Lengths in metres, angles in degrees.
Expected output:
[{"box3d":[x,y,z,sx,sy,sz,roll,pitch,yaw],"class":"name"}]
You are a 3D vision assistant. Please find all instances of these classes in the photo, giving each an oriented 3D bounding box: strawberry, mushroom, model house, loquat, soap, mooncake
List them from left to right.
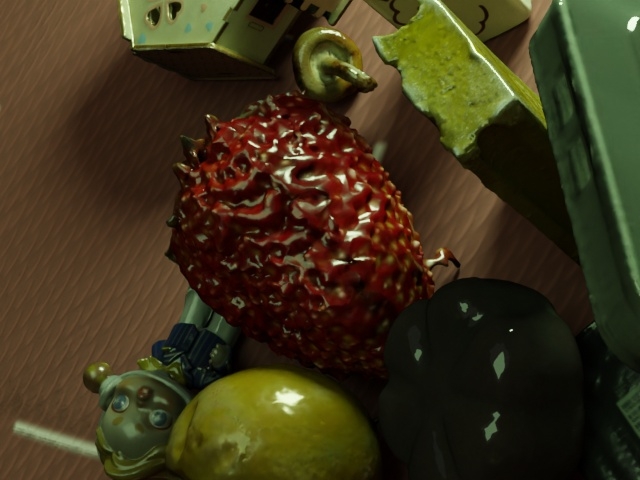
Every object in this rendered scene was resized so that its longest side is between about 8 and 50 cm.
[{"box3d":[-0.127,-0.310,2.337,0.244,0.169,0.326,-54,52,14],"class":"model house"},{"box3d":[-0.044,0.240,1.967,0.244,0.244,0.244,-16,60,31],"class":"loquat"},{"box3d":[0.001,-0.002,2.041,0.343,0.292,0.292,37,93,9],"class":"strawberry"},{"box3d":[0.022,-0.201,2.218,0.088,0.073,0.129,-45,54,-11],"class":"mushroom"},{"box3d":[0.162,0.160,1.849,0.245,0.133,0.245,-11,77,56],"class":"mooncake"},{"box3d":[0.198,-0.106,1.878,0.091,0.315,0.199,-41,49,13],"class":"soap"}]

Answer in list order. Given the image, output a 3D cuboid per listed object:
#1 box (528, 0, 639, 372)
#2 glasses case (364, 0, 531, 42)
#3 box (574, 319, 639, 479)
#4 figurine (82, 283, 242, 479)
[{"box3d":[0.408,-0.062,1.668,0.111,0.396,0.396,121,145,-51],"class":"box"},{"box3d":[0.099,-0.323,2.041,0.144,0.336,0.076,-25,56,27],"class":"glasses case"},{"box3d":[0.373,0.156,1.779,0.290,0.073,0.289,-43,50,16],"class":"box"},{"box3d":[-0.182,0.172,2.165,0.194,0.133,0.274,-2,60,12],"class":"figurine"}]
